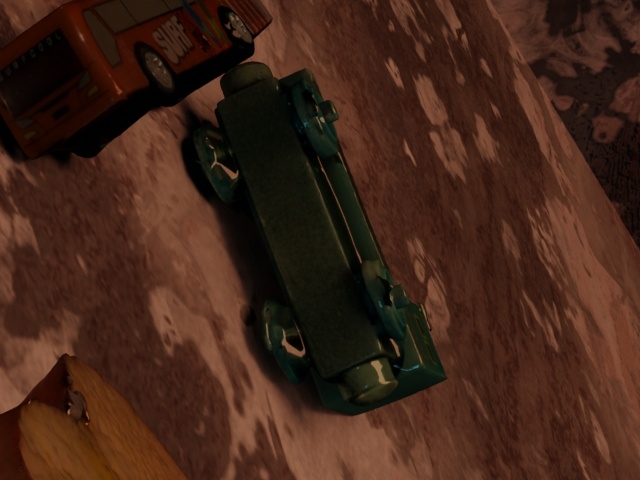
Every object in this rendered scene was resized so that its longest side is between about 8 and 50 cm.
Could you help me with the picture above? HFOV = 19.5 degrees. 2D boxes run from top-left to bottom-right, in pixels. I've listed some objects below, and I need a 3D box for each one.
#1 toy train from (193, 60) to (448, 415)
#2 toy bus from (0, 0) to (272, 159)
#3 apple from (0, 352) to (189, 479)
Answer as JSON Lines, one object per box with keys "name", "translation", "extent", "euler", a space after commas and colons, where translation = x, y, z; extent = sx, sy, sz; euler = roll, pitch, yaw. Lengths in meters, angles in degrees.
{"name": "toy train", "translation": [0.000, 0.000, 1.527], "extent": [0.194, 0.120, 0.298], "euler": [33, 36, -72]}
{"name": "toy bus", "translation": [-0.129, -0.140, 1.374], "extent": [0.092, 0.093, 0.409], "euler": [55, 17, -4]}
{"name": "apple", "translation": [-0.124, 0.197, 0.816], "extent": [0.251, 0.163, 0.293], "euler": [59, 3, 6]}
